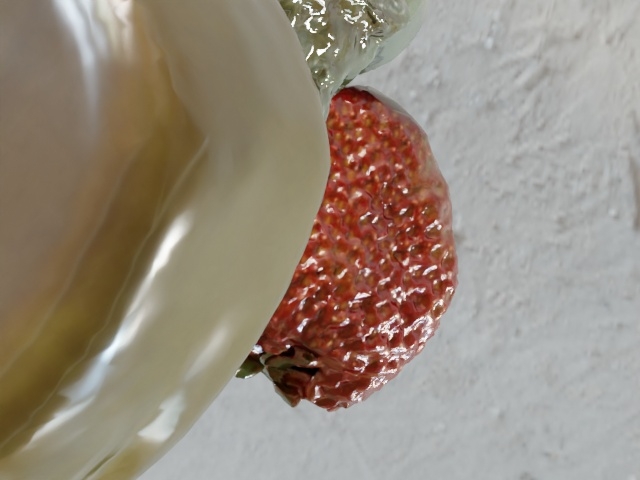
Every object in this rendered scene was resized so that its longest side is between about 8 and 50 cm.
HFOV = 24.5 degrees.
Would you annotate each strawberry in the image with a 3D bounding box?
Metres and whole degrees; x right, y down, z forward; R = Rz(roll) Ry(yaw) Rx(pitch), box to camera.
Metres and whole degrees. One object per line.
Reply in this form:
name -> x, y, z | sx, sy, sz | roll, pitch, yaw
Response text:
strawberry -> 0.000, 0.000, 1.613 | 0.312, 0.267, 0.351 | 22, 98, -9

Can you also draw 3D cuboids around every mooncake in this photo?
mooncake -> -0.106, -0.023, 0.436 | 0.234, 0.235, 0.117 | -11, 165, 25

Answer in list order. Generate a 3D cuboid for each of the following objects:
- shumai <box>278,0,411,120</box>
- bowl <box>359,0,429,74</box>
shumai -> -0.098, -0.084, 1.113 | 0.304, 0.263, 0.309 | 9, 177, -34
bowl -> 0.022, -0.280, 1.532 | 0.211, 0.211, 0.112 | 28, 173, -6
